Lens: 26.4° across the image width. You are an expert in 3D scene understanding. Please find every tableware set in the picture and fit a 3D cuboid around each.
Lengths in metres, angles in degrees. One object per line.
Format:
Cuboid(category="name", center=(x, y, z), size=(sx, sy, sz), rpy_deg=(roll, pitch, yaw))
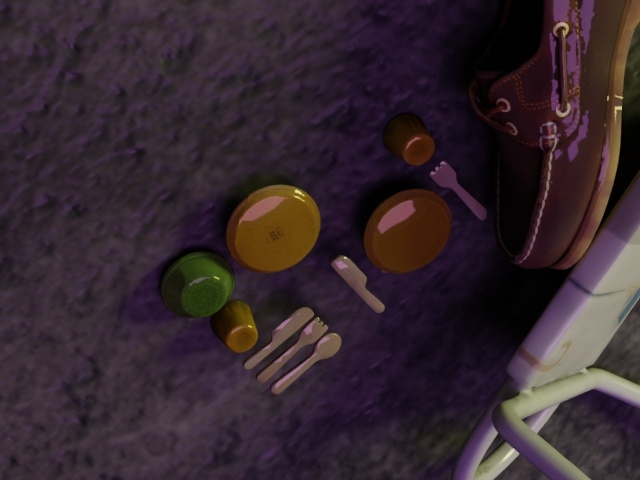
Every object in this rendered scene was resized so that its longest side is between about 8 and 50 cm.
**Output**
Cuboid(category="tableware set", center=(0.000, 0.000, 0.675), size=(0.154, 0.024, 0.104), rpy_deg=(-41, 125, 5))

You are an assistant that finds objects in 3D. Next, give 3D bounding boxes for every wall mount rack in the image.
Cuboid(category="wall mount rack", center=(0.231, 0.028, 0.743), size=(0.350, 0.130, 0.304), rpy_deg=(-58, 157, 17))

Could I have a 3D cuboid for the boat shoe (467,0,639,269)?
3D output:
Cuboid(category="boat shoe", center=(0.105, -0.082, 0.643), size=(0.073, 0.073, 0.207), rpy_deg=(-2, 114, -22))
